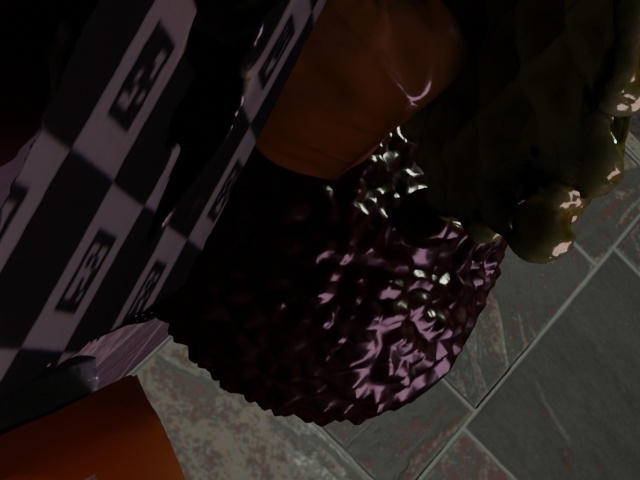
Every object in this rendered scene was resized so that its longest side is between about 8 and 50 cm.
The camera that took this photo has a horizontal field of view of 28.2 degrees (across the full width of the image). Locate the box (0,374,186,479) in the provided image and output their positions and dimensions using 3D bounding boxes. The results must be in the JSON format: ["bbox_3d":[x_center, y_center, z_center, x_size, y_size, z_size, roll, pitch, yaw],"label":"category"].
[{"bbox_3d":[-0.285,0.256,1.121,0.225,0.143,0.341,-24,173,-37],"label":"box"}]

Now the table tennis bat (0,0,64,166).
[{"bbox_3d":[-0.123,-0.075,0.582,0.130,0.019,0.220,-46,177,8],"label":"table tennis bat"}]

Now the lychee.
[{"bbox_3d":[0.000,0.000,1.041,0.330,0.306,0.306,-9,-152,50],"label":"lychee"}]

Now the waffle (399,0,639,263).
[{"bbox_3d":[0.125,-0.144,0.750,0.317,0.073,0.297,-122,-136,-68],"label":"waffle"}]

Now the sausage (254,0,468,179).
[{"bbox_3d":[0.004,-0.110,0.769,0.120,0.136,0.241,-45,178,-16],"label":"sausage"}]

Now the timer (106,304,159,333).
[{"bbox_3d":[-0.213,0.068,1.109,0.144,0.055,0.187,-23,178,0],"label":"timer"}]

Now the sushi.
[{"bbox_3d":[-0.055,-0.107,0.483,0.320,0.069,0.339,-63,176,12],"label":"sushi"}]

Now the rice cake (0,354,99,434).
[{"bbox_3d":[-0.278,0.147,1.079,0.085,0.040,0.226,-26,176,33],"label":"rice cake"}]
